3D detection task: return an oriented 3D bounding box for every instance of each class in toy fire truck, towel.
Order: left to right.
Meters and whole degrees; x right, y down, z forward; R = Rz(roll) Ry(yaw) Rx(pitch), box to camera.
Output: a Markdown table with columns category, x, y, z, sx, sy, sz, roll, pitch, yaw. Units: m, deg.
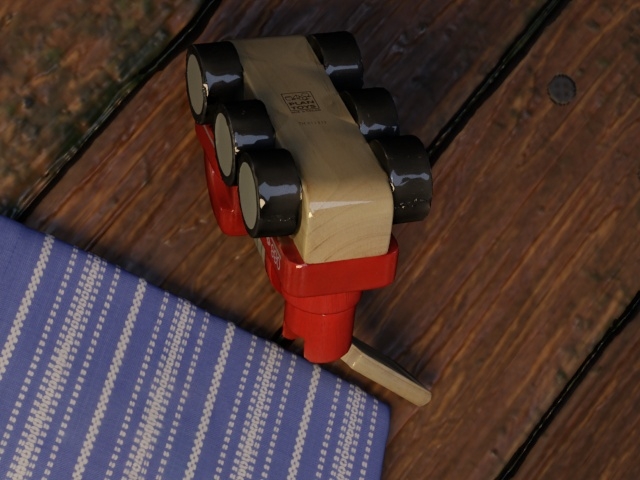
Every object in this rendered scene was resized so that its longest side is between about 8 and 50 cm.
| category | x | y | z | sx | sy | sz | roll | pitch | yaw |
| --- | --- | --- | --- | --- | --- | --- | --- | --- | --- |
| towel | -0.115 | 0.142 | 1.166 | 0.336 | 0.040 | 0.243 | 27 | 49 | -16 |
| toy fire truck | 0.000 | 0.000 | 1.213 | 0.158 | 0.217 | 0.246 | -7 | 127 | -17 |
